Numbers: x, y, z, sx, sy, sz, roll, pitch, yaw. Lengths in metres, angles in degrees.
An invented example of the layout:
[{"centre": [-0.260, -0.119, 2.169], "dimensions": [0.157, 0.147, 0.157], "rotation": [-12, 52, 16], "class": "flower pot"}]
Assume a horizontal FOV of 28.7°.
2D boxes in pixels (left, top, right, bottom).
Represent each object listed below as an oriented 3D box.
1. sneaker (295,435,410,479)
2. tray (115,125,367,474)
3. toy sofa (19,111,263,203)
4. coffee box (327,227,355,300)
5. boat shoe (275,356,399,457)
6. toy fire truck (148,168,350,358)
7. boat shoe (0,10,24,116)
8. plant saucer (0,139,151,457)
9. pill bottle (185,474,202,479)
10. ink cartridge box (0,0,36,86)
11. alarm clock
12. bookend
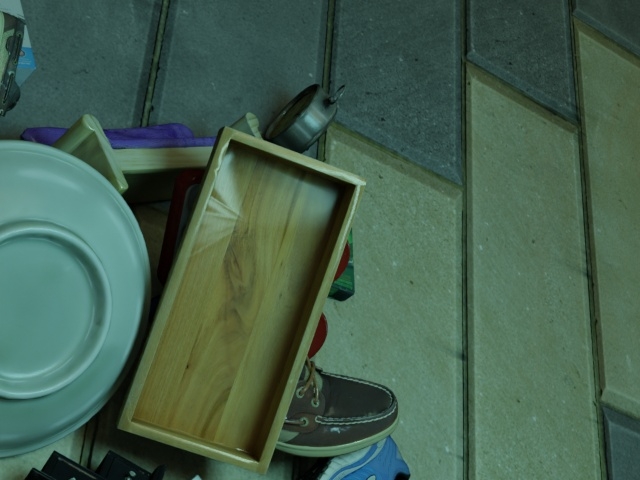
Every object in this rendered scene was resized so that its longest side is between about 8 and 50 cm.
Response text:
[{"centre": [0.035, 0.384, 1.795], "dimensions": [0.147, 0.130, 0.330], "rotation": [52, 43, 1], "class": "sneaker"}, {"centre": [-0.104, 0.078, 1.651], "dimensions": [0.203, 0.076, 0.410], "rotation": [20, 87, -11], "class": "tray"}, {"centre": [-0.244, -0.123, 1.816], "dimensions": [0.363, 0.150, 0.177], "rotation": [-8, 69, -53], "class": "toy sofa"}, {"centre": [0.000, 0.000, 2.065], "dimensions": [0.113, 0.040, 0.184], "rotation": [20, 53, -30], "class": "coffee box"}, {"centre": [-0.046, 0.216, 1.750], "dimensions": [0.342, 0.123, 0.123], "rotation": [5, 38, -12], "class": "boat shoe"}, {"centre": [-0.119, 0.047, 1.790], "dimensions": [0.254, 0.302, 0.169], "rotation": [4, 24, -29], "class": "toy fire truck"}, {"centre": [-0.450, -0.209, 1.736], "dimensions": [0.073, 0.080, 0.223], "rotation": [8, 89, -40], "class": "boat shoe"}, {"centre": [-0.369, 0.080, 1.521], "dimensions": [0.401, 0.101, 0.400], "rotation": [-6, 101, -34], "class": "plant saucer"}, {"centre": [-0.137, 0.416, 1.636], "dimensions": [0.118, 0.118, 0.208], "rotation": [-33, 88, -46], "class": "pill bottle"}, {"centre": [-0.491, -0.318, 1.830], "dimensions": [0.104, 0.060, 0.180], "rotation": [-1, 66, -40], "class": "ink cartridge box"}, {"centre": [-0.017, -0.202, 2.067], "dimensions": [0.064, 0.192, 0.129], "rotation": [40, 46, -15], "class": "alarm clock"}, {"centre": [-0.289, 0.311, 1.571], "dimensions": [0.156, 0.072, 0.157], "rotation": [32, 19, -7], "class": "bookend"}]
